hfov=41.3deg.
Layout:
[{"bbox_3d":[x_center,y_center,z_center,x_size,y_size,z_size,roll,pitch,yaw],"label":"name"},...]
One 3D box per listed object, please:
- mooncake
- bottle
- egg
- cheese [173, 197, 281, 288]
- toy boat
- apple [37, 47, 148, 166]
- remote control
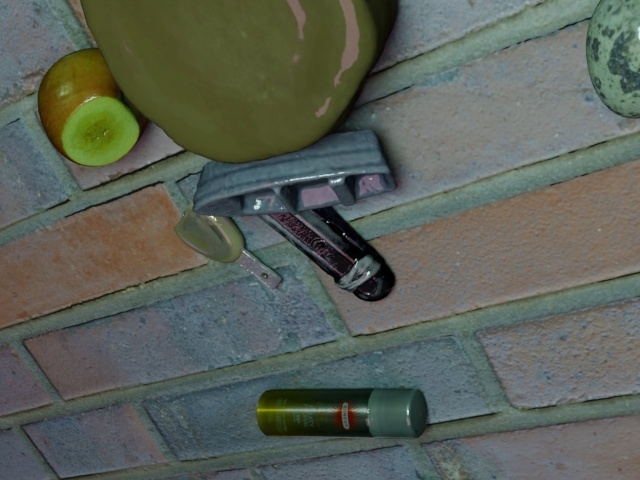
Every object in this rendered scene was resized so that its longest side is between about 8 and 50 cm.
[{"bbox_3d":[-0.088,-0.296,1.051,0.378,0.201,0.379,9,121,15],"label":"mooncake"},{"bbox_3d":[0.033,0.287,1.414,0.286,0.082,0.082,-6,116,28],"label":"bottle"},{"bbox_3d":[0.357,-0.211,0.925,0.132,0.132,0.172,15,135,17],"label":"egg"},{"bbox_3d":[-0.143,0.011,1.357,0.192,0.037,0.097,37,129,0],"label":"cheese"},{"bbox_3d":[-0.041,-0.083,1.158,0.282,0.127,0.078,-8,76,10],"label":"toy boat"},{"bbox_3d":[-0.327,-0.198,1.237,0.147,0.163,0.146,-18,153,21],"label":"apple"},{"bbox_3d":[0.000,0.000,1.263,0.266,0.066,0.090,43,129,-4],"label":"remote control"}]
